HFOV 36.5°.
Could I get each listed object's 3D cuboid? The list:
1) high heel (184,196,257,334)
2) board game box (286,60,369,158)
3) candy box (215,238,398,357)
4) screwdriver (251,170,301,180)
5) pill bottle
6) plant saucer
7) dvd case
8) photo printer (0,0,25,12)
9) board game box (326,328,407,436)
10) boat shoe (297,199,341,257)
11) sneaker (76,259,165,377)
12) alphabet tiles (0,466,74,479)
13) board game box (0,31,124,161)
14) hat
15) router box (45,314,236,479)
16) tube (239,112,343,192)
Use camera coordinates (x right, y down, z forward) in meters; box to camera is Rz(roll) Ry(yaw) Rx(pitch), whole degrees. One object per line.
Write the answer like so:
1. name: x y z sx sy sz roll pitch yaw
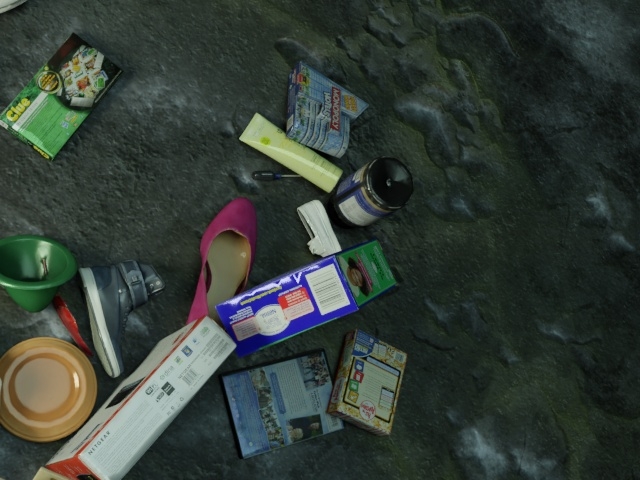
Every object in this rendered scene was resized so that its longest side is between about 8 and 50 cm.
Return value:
1. high heel: -0.183 0.063 1.996 0.127 0.181 0.377 22 67 -20
2. board game box: 0.020 -0.295 2.253 0.194 0.060 0.194 18 53 -25
3. candy box: -0.019 0.108 1.941 0.122 0.268 0.317 67 19 0
4. screwdriver: -0.077 -0.145 2.203 0.169 0.024 0.025 2 45 -28
5. pill bottle: 0.104 -0.098 2.165 0.122 0.219 0.123 7 73 -25
6. plant saucer: -0.521 0.278 1.832 0.199 0.037 0.200 6 72 -17
7. dvd case: -0.079 0.342 2.060 0.253 0.022 0.180 -11 80 -28
8. photo printer: -0.736 -0.591 1.952 0.256 0.107 0.308 -20 85 -30
9. board game box: 0.105 0.312 2.132 0.146 0.045 0.194 29 60 -23
10. boat shoe: 0.000 0.000 2.178 0.063 0.066 0.184 -19 87 -16
11. sneaker: -0.377 0.148 1.929 0.163 0.086 0.226 -11 79 -26
12. alphabet tiles: -0.447 0.535 1.704 0.342 0.285 0.011 28 24 -17
13. board game box: -0.536 -0.300 2.014 0.136 0.030 0.260 39 62 -14
14. hat: -0.558 0.118 1.884 0.173 0.184 0.208 -15 41 -36
15. router box: -0.334 0.306 1.782 0.082 0.301 0.335 45 60 -8
16. tube: -0.064 -0.196 2.201 0.240 0.070 0.062 33 102 -4
